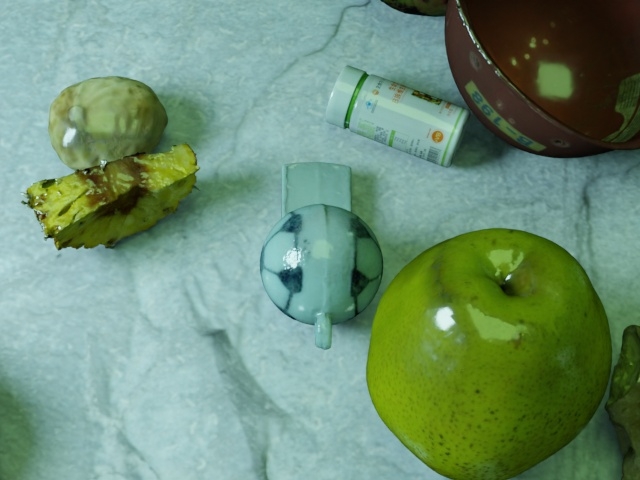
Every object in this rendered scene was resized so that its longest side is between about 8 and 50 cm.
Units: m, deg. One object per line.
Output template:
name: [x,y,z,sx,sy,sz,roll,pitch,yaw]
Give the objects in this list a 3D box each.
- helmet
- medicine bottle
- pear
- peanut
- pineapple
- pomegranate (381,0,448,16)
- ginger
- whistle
helmet: [0.296,-0.259,1.431,0.385,0.230,0.337,38,66,-5]
medicine bottle: [0.106,-0.170,1.465,0.183,0.086,0.086,21,62,8]
pear: [0.185,0.129,1.200,0.294,0.294,0.294,1,61,-3]
peanut: [-0.282,-0.154,1.423,0.159,0.109,0.141,-8,72,-21]
pineapple: [-0.265,-0.044,1.354,0.233,0.135,0.079,-20,77,-26]
pomegranate: [0.167,-0.472,1.559,0.242,0.242,0.306,20,53,7]
ginger: [0.467,0.213,1.254,0.270,0.123,0.219,12,69,0]
whistle: [0.000,0.000,1.325,0.163,0.163,0.290,0,61,-4]
